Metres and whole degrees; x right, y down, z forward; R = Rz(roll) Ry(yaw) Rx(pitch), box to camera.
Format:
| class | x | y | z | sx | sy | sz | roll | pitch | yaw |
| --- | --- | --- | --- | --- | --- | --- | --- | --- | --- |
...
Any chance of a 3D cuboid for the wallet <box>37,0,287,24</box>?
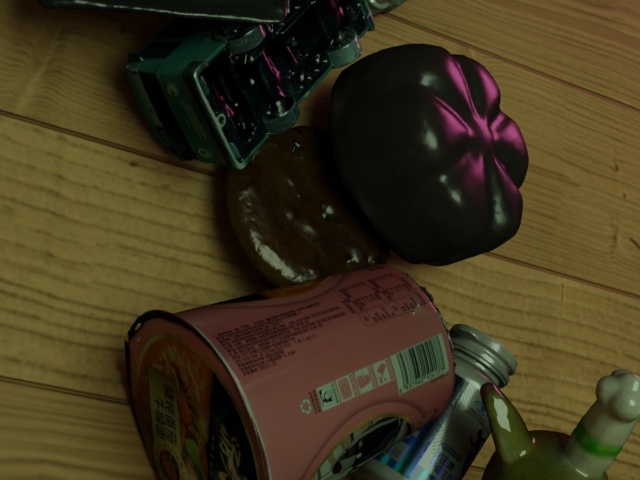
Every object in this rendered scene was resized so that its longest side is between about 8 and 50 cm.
| class | x | y | z | sx | sy | sz | roll | pitch | yaw |
| --- | --- | --- | --- | --- | --- | --- | --- | --- | --- |
| wallet | -0.165 | -0.338 | 1.393 | 0.247 | 0.041 | 0.323 | 3 | 54 | -17 |

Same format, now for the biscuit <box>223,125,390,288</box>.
| class | x | y | z | sx | sy | sz | roll | pitch | yaw |
| --- | --- | --- | --- | --- | --- | --- | --- | --- | --- |
| biscuit | -0.011 | -0.030 | 1.486 | 0.212 | 0.036 | 0.212 | 20 | 52 | -28 |

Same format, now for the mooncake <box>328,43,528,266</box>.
| class | x | y | z | sx | sy | sz | roll | pitch | yaw |
| --- | --- | --- | --- | --- | --- | --- | --- | --- | --- |
| mooncake | 0.119 | -0.094 | 1.532 | 0.245 | 0.133 | 0.245 | 29 | 52 | -46 |

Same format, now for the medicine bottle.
| class | x | y | z | sx | sy | sz | roll | pitch | yaw |
| --- | --- | --- | --- | --- | --- | --- | --- | --- | --- |
| medicine bottle | 0.121 | 0.185 | 1.477 | 0.107 | 0.107 | 0.191 | 40 | 74 | -20 |

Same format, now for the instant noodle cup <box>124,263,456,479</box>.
| class | x | y | z | sx | sy | sz | roll | pitch | yaw |
| --- | --- | --- | --- | --- | --- | --- | --- | --- | --- |
| instant noodle cup | -0.018 | 0.137 | 1.337 | 0.255 | 0.244 | 0.244 | -21 | 90 | -34 |

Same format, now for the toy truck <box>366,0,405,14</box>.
| class | x | y | z | sx | sy | sz | roll | pitch | yaw |
| --- | --- | --- | --- | --- | --- | --- | --- | --- | --- |
| toy truck | 0.161 | -0.431 | 1.627 | 0.173 | 0.207 | 0.387 | 51 | 56 | -13 |

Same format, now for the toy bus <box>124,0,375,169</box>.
| class | x | y | z | sx | sy | sz | roll | pitch | yaw |
| --- | --- | --- | --- | --- | --- | --- | --- | --- | --- |
| toy bus | -0.072 | -0.192 | 1.441 | 0.256 | 0.147 | 0.128 | -50 | 129 | -34 |

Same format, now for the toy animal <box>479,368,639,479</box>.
| class | x | y | z | sx | sy | sz | roll | pitch | yaw |
| --- | --- | --- | --- | --- | --- | --- | --- | --- | --- |
| toy animal | 0.211 | 0.281 | 1.402 | 0.181 | 0.363 | 0.180 | 8 | 49 | 6 |
